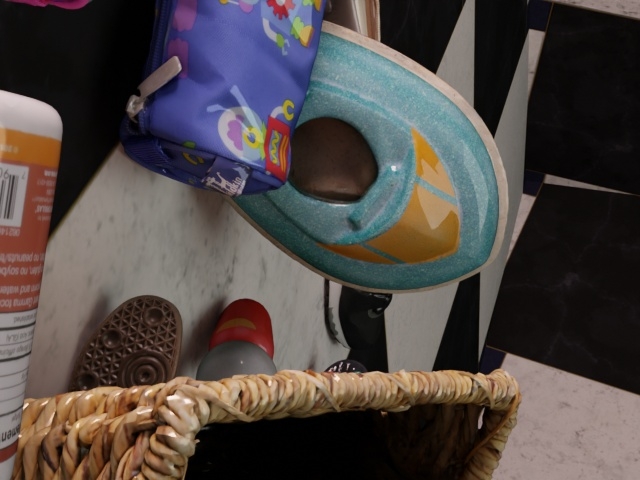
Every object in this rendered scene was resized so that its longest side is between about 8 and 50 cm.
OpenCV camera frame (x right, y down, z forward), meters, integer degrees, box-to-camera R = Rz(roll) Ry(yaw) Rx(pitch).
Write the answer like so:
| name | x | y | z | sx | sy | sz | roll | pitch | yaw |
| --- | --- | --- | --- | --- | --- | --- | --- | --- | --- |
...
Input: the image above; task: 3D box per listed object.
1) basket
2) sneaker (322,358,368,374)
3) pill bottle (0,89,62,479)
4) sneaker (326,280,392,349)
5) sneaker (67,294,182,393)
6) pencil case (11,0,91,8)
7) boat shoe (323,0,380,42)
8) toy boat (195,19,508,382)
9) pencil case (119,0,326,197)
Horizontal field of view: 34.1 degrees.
| name | x | y | z | sx | sy | sz | roll | pitch | yaw |
| --- | --- | --- | --- | --- | --- | --- | --- | --- | --- |
| basket | -0.038 | 0.186 | 0.573 | 0.299 | 0.223 | 0.213 | 10 | 72 | -51 |
| sneaker | 0.003 | 0.251 | 1.260 | 0.098 | 0.083 | 0.223 | 136 | -31 | -83 |
| pill bottle | -0.179 | 0.042 | 0.421 | 0.121 | 0.121 | 0.216 | 4 | 95 | -73 |
| sneaker | 0.077 | 0.028 | 1.262 | 0.107 | 0.124 | 0.283 | -60 | 154 | -49 |
| sneaker | -0.143 | 0.130 | 0.719 | 0.071 | 0.066 | 0.188 | 102 | 6 | -76 |
| pencil case | -0.118 | -0.224 | 0.530 | 0.104 | 0.104 | 0.236 | 74 | 31 | -55 |
| boat shoe | 0.003 | -0.179 | 0.923 | 0.116 | 0.123 | 0.324 | -55 | 151 | -60 |
| toy boat | 0.000 | 0.000 | 0.842 | 0.318 | 0.267 | 0.148 | -57 | -169 | 19 |
| pencil case | -0.058 | -0.180 | 0.715 | 0.133 | 0.119 | 0.306 | 16 | 84 | -51 |
